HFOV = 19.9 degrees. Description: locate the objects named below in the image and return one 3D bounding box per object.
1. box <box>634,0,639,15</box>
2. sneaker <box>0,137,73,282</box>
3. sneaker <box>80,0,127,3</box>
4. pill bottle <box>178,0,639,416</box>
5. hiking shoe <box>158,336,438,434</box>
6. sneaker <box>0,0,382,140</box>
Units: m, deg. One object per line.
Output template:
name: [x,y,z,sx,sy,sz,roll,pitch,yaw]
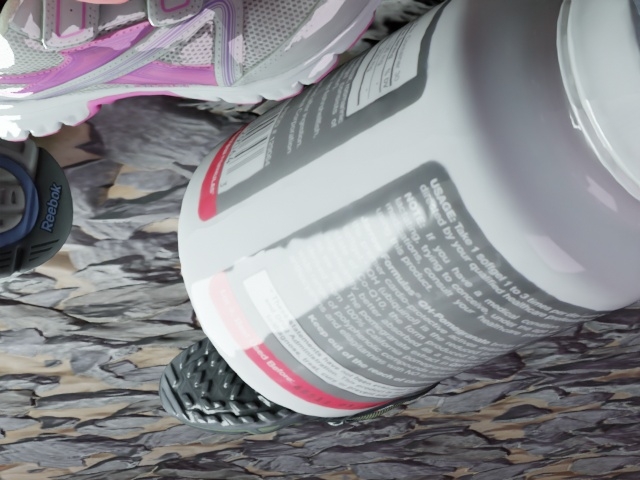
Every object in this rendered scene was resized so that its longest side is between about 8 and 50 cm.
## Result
box: [0.294,-0.103,0.705,0.318,0.097,0.395,-43,152,2]
sneaker: [-0.294,0.005,1.048,0.297,0.111,0.129,1,164,-12]
sneaker: [-0.006,-0.159,0.640,0.314,0.116,0.136,-13,169,21]
pill bottle: [0.084,-0.032,0.930,0.176,0.176,0.318,13,153,-37]
hiking shoe: [-0.008,0.116,1.409,0.227,0.086,0.114,-7,155,4]
sneaker: [-0.085,-0.113,0.791,0.252,0.103,0.111,-15,158,23]
